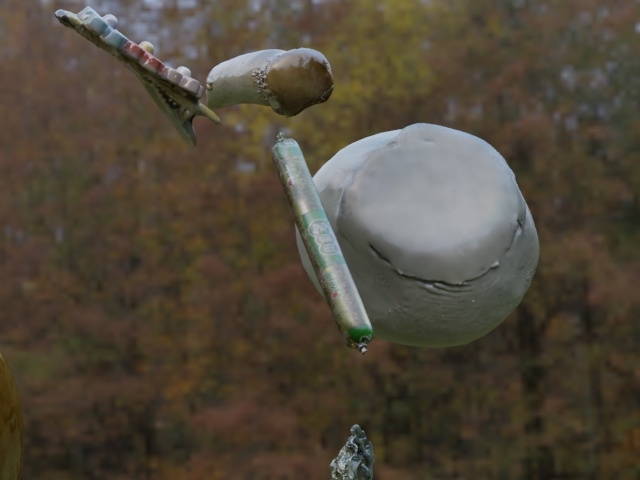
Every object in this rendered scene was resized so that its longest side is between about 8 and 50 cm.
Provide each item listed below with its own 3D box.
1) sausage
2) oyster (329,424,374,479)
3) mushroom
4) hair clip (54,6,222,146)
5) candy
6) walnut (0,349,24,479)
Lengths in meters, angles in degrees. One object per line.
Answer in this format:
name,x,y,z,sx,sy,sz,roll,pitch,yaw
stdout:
sausage,0.000,0.000,1.785,0.032,0.269,0.033,-15,-32,-10
oyster,0.035,0.266,2.056,0.037,0.100,0.098,-1,-51,22
mushroom,-0.065,-0.167,1.953,0.084,0.071,0.209,-22,13,-29
hair clip,-0.176,-0.176,1.850,0.214,0.056,0.062,44,-5,-32
candy,0.113,0.003,2.144,0.295,0.296,0.185,1,-21,-15
walnut,-0.384,0.180,1.759,0.209,0.209,0.336,-1,-51,-9
